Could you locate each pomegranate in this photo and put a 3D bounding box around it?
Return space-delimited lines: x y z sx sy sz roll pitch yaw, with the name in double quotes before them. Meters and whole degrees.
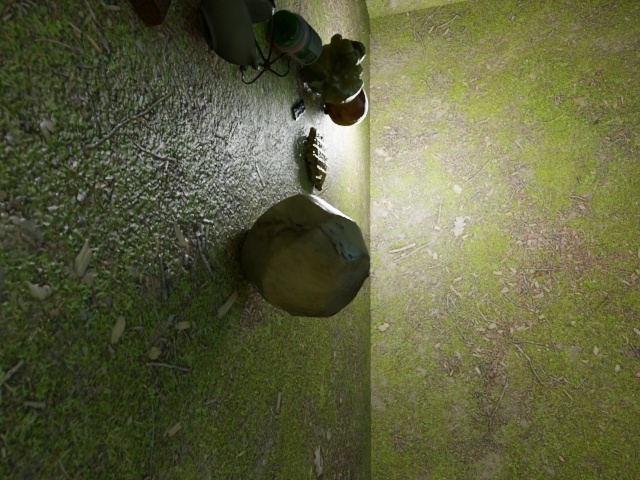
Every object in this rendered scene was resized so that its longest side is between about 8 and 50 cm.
"pomegranate" 0.115 -0.657 2.187 0.215 0.215 0.215 -3 90 -74

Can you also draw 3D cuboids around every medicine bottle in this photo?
"medicine bottle" -0.088 -0.708 1.591 0.274 0.134 0.133 -32 118 -72

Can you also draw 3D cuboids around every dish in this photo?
"dish" -0.232 -0.497 1.072 0.236 0.086 0.228 59 -18 25

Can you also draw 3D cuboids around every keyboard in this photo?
"keyboard" -0.084 -0.518 1.797 0.155 0.010 0.053 -68 150 -56

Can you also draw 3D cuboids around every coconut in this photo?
"coconut" -0.051 0.032 1.253 0.352 0.353 0.352 -3 90 -74

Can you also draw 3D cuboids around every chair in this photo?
"chair" -0.184 -0.603 1.191 0.170 0.160 0.325 -8 94 -72

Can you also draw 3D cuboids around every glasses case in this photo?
"glasses case" -0.314 -0.527 0.898 0.075 0.049 0.218 62 29 -56

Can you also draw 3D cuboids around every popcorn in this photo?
"popcorn" 0.053 -0.702 1.854 0.225 0.277 0.276 -106 180 -51

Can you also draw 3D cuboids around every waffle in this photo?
"waffle" -0.012 -0.362 1.949 0.291 0.051 0.291 -1 90 -76
